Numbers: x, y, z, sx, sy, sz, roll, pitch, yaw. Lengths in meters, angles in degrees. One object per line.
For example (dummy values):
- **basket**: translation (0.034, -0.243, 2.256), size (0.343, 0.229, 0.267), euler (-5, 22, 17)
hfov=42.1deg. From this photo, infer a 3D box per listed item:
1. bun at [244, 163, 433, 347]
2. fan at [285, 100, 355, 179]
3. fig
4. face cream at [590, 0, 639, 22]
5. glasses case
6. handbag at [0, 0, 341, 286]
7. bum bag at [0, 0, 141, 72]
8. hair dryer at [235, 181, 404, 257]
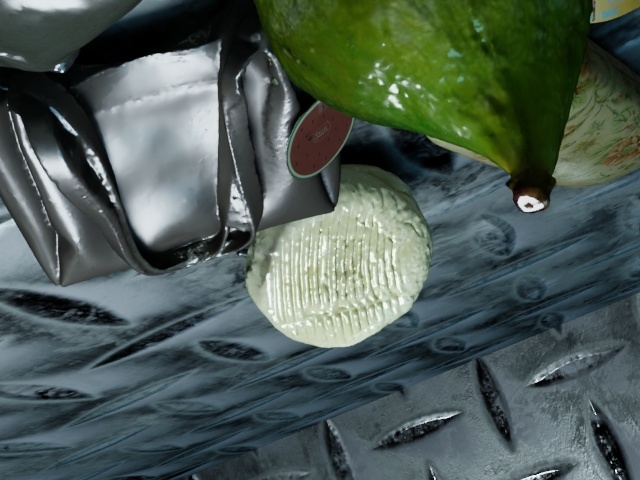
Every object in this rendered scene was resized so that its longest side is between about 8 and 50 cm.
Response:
- **bun**: translation (0.016, 0.006, 0.953), size (0.220, 0.134, 0.221), euler (-7, 116, -14)
- **fan**: translation (0.001, -0.102, 0.660), size (0.085, 0.005, 0.133), euler (-41, 151, -26)
- **fig**: translation (0.082, -0.115, 0.490), size (0.203, 0.235, 0.203), euler (-26, 164, -8)
- **face cream**: translation (0.206, -0.243, 0.515), size (0.139, 0.067, 0.285), euler (-40, 160, 7)
- **glasses case**: translation (0.251, -0.133, 0.881), size (0.156, 0.098, 0.425), euler (-35, 155, 30)
- **handbag**: translation (-0.120, -0.076, 0.680), size (0.285, 0.114, 0.257), euler (-16, 153, -8)
- **bum bag**: translation (-0.120, -0.184, 0.449), size (0.326, 0.080, 0.142), euler (-24, 152, 21)
- **hair dryer**: translation (0.000, 0.000, 1.066), size (0.219, 0.075, 0.196), euler (-5, 147, -16)
